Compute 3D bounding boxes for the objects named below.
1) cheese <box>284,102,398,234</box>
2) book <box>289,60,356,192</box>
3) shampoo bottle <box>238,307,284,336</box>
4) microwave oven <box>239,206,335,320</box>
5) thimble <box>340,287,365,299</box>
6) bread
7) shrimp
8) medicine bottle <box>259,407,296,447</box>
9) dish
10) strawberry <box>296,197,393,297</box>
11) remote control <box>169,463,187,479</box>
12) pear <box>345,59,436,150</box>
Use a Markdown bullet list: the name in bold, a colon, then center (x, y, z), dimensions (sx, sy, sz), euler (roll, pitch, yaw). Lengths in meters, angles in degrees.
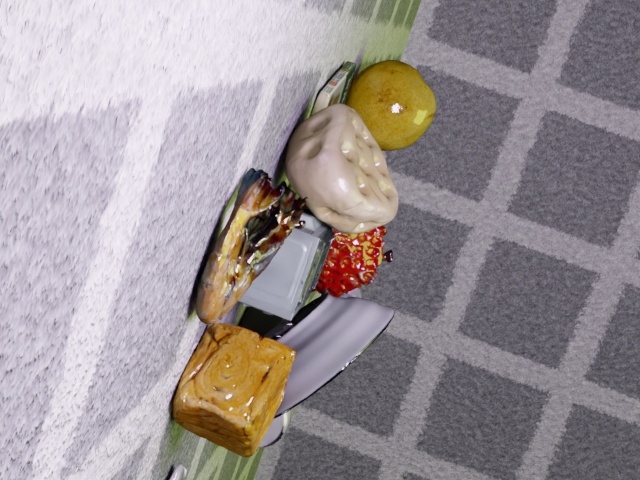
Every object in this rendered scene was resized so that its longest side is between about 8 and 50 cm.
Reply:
- **cheese**: center (0.037, -0.109, 1.705), dimensions (0.117, 0.217, 0.235), euler (-24, -167, 27)
- **book**: center (0.006, -0.221, 1.980), dimensions (0.264, 0.027, 0.202), euler (-60, 169, -65)
- **shampoo bottle**: center (-0.136, 0.226, 1.890), dimensions (0.080, 0.079, 0.246), euler (103, 8, -48)
- **microwave oven**: center (-0.058, 0.028, 1.682), dimensions (0.208, 0.123, 0.162), euler (-45, 156, -80)
- **thimble**: center (-0.019, 0.155, 2.223), dimensions (0.245, 0.217, 0.157), euler (-54, 171, -1)
- **bread**: center (-0.129, 0.221, 1.531), dimensions (0.143, 0.149, 0.158), euler (98, 12, -55)
- **shrimp**: center (-0.098, -0.018, 1.408), dimensions (0.289, 0.075, 0.178), euler (-50, 162, -36)
- **medicine bottle**: center (-0.117, 0.336, 2.220), dimensions (0.258, 0.144, 0.143), euler (-49, 159, -76)
- **dish**: center (-0.030, 0.174, 1.727), dimensions (0.316, 0.106, 0.316), euler (-37, -177, 2)
- **strawberry**: center (0.000, 0.000, 1.962), dimensions (0.178, 0.234, 0.233), euler (11, 100, -59)
- **remote control**: center (-0.264, 0.479, 1.687), dimensions (0.073, 0.044, 0.229), euler (95, 16, -64)
- **pear**: center (0.148, -0.297, 2.327), dimensions (0.209, 0.209, 0.208), euler (20, 90, -86)
